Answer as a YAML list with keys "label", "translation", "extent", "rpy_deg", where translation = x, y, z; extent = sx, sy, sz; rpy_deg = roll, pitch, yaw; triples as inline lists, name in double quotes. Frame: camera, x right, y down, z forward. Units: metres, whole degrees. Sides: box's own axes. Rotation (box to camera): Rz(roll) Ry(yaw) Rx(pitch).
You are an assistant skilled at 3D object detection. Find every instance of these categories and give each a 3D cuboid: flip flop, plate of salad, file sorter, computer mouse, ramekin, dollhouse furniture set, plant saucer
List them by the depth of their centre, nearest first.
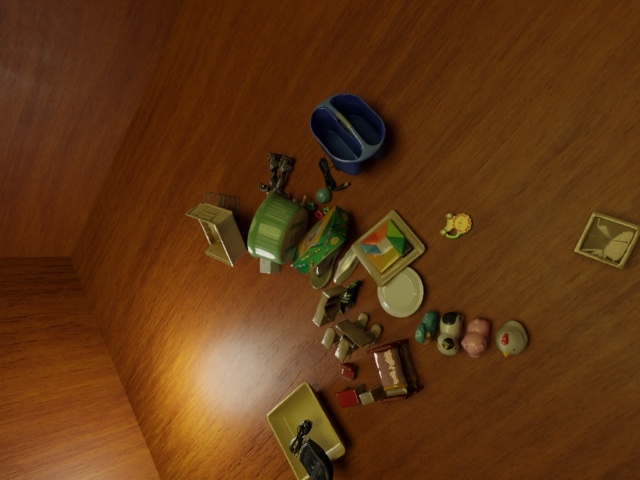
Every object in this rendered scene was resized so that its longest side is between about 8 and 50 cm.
- label: "plate of salad"
  translation: [0.310, 0.195, 1.691]
  extent: [0.200, 0.048, 0.199]
  rpy_deg: [-6, 81, 41]
- label: "dollhouse furniture set"
  translation: [0.188, 0.535, 1.717]
  extent: [0.374, 0.152, 0.201]
  rpy_deg: [-28, 73, 35]
- label: "dollhouse furniture set"
  translation: [0.103, 0.317, 1.734]
  extent: [0.242, 0.212, 0.160]
  rpy_deg: [37, 122, 33]
- label: "computer mouse"
  translation: [-0.019, 0.907, 1.837]
  extent: [0.272, 0.072, 0.188]
  rpy_deg: [47, 119, 43]
- label: "computer mouse"
  translation: [0.094, -0.323, 1.863]
  extent: [0.262, 0.060, 0.183]
  rpy_deg: [-27, 72, 35]
- label: "flip flop"
  translation: [0.019, 0.085, 1.904]
  extent: [0.112, 0.080, 0.276]
  rpy_deg: [39, 112, 32]
- label: "ramekin"
  translation: [-0.175, -0.043, 1.923]
  extent: [0.148, 0.303, 0.303]
  rpy_deg: [22, 104, 16]
- label: "plant saucer"
  translation: [-0.054, 0.844, 1.953]
  extent: [0.333, 0.081, 0.332]
  rpy_deg: [-48, 61, 28]
- label: "file sorter"
  translation: [-0.526, -0.193, 2.320]
  extent: [0.171, 0.118, 0.104]
  rpy_deg: [14, 95, 38]

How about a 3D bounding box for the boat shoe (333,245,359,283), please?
- label: "boat shoe"
  translation: [0.107, 0.099, 1.848]
  extent: [0.063, 0.066, 0.184]
  rpy_deg: [50, 119, 39]

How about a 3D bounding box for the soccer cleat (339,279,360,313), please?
- label: "soccer cleat"
  translation: [0.124, 0.235, 1.839]
  extent: [0.072, 0.060, 0.178]
  rpy_deg: [47, 123, 17]

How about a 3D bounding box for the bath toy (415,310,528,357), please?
- label: "bath toy"
  translation: [0.506, 0.326, 1.485]
  extent: [0.349, 0.129, 0.151]
  rpy_deg: [0, 89, 38]

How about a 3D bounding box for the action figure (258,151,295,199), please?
- label: "action figure"
  translation: [-0.214, -0.267, 2.087]
  extent: [0.186, 0.099, 0.284]
  rpy_deg: [20, 105, 32]

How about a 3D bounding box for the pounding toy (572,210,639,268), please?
- label: "pounding toy"
  translation: [0.860, -0.010, 1.236]
  extent: [0.206, 0.094, 0.180]
  rpy_deg: [26, 100, 26]

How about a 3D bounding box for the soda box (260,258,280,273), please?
- label: "soda box"
  translation: [-0.241, 0.049, 2.120]
  extent: [0.074, 0.069, 0.215]
  rpy_deg: [2, 92, 39]

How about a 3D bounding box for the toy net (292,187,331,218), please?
- label: "toy net"
  translation: [-0.045, -0.154, 1.987]
  extent: [0.232, 0.045, 0.122]
  rpy_deg: [-12, 104, 41]

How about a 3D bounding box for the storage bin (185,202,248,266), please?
- label: "storage bin"
  translation: [-0.528, -0.038, 2.231]
  extent: [0.261, 0.123, 0.262]
  rpy_deg: [18, 138, 37]

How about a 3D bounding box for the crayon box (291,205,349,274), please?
- label: "crayon box"
  translation: [0.000, 0.000, 1.831]
  extent: [0.278, 0.081, 0.165]
  rpy_deg: [-43, 21, 35]

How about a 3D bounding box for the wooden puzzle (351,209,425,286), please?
- label: "wooden puzzle"
  translation: [0.254, 0.028, 1.706]
  extent: [0.239, 0.044, 0.220]
  rpy_deg: [-44, 59, 15]

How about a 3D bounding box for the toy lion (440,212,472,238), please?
- label: "toy lion"
  translation: [0.489, -0.052, 1.567]
  extent: [0.096, 0.034, 0.100]
  rpy_deg: [24, 104, 28]

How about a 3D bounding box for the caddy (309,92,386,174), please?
- label: "caddy"
  translation: [0.110, -0.427, 1.725]
  extent: [0.241, 0.179, 0.341]
  rpy_deg: [-37, 65, 0]
